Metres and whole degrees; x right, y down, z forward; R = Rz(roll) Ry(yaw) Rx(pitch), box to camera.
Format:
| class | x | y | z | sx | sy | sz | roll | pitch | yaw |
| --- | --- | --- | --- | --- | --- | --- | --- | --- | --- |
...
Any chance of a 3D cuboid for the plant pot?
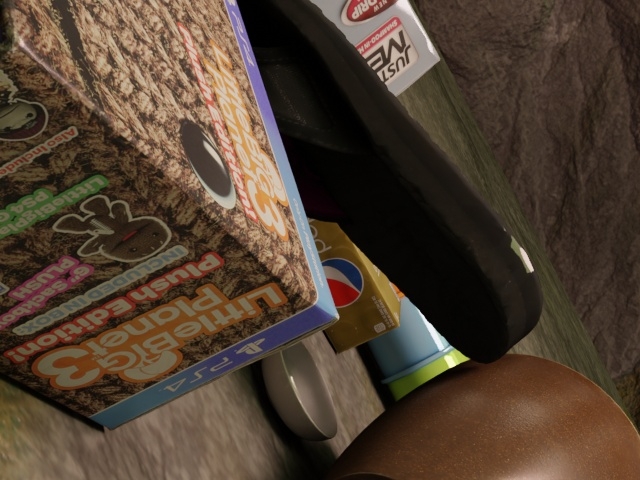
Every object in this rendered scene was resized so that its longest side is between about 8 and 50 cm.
| class | x | y | z | sx | sy | sz | roll | pitch | yaw |
| --- | --- | --- | --- | --- | --- | --- | --- | --- | --- |
| plant pot | 0.086 | 0.191 | 1.016 | 0.230 | 0.215 | 0.215 | -2 | 66 | -61 |

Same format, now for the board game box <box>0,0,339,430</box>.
| class | x | y | z | sx | sy | sz | roll | pitch | yaw |
| --- | --- | --- | --- | --- | --- | --- | --- | --- | --- |
| board game box | -0.138 | -0.077 | 0.727 | 0.291 | 0.141 | 0.232 | 43 | 25 | -57 |

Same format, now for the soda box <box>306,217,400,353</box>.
| class | x | y | z | sx | sy | sz | roll | pitch | yaw |
| --- | --- | --- | --- | --- | --- | --- | --- | --- | --- |
| soda box | 0.000 | 0.000 | 1.293 | 0.181 | 0.061 | 0.058 | 60 | 14 | -16 |

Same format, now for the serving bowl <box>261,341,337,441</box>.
| class | x | y | z | sx | sy | sz | roll | pitch | yaw |
| --- | --- | --- | --- | --- | --- | --- | --- | --- | --- |
| serving bowl | -0.020 | 0.106 | 1.090 | 0.083 | 0.027 | 0.083 | 59 | 14 | -24 |

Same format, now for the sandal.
| class | x | y | z | sx | sy | sz | roll | pitch | yaw |
| --- | --- | --- | --- | --- | --- | --- | --- | --- | --- |
| sandal | -0.025 | -0.080 | 1.103 | 0.446 | 0.107 | 0.167 | 47 | -22 | 22 |

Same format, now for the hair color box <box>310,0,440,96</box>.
| class | x | y | z | sx | sy | sz | roll | pitch | yaw |
| --- | --- | --- | --- | --- | --- | --- | --- | --- | --- |
| hair color box | -0.076 | -0.267 | 1.218 | 0.374 | 0.113 | 0.185 | 58 | -20 | -23 |

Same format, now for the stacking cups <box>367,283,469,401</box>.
| class | x | y | z | sx | sy | sz | roll | pitch | yaw |
| --- | --- | --- | --- | --- | --- | --- | --- | --- | --- |
| stacking cups | 0.084 | 0.079 | 1.389 | 0.316 | 0.096 | 0.096 | 65 | 13 | 2 |
